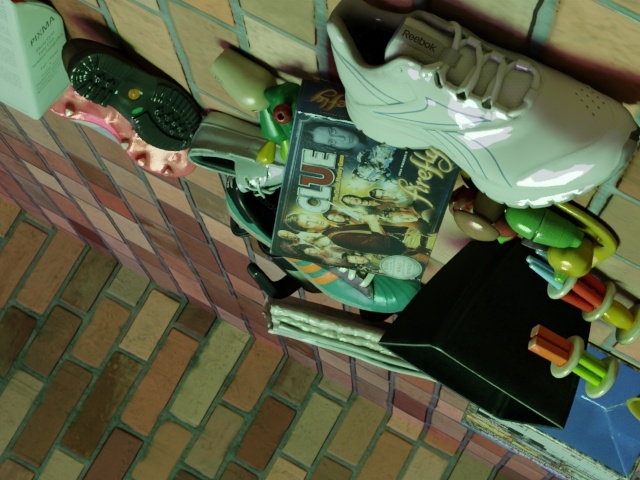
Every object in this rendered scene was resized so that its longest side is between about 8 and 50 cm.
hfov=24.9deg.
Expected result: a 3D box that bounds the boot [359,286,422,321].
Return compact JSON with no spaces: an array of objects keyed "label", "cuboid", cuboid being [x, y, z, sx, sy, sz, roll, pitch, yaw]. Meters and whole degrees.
[{"label":"boot","cuboid":[0.162,0.113,2.164,0.209,0.076,0.189,20,169,13]}]

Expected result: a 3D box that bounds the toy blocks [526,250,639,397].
[{"label":"toy blocks","cuboid":[0.272,0.086,1.595,0.148,0.123,0.054,33,174,-15]}]

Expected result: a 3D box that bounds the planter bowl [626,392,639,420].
[{"label":"planter bowl","cuboid":[0.470,0.198,1.671,0.217,0.090,0.217,28,168,7]}]

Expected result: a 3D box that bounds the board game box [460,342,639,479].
[{"label":"board game box","cuboid":[0.336,0.234,2.032,0.232,0.141,0.291,28,169,8]}]

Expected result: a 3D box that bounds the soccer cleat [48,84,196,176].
[{"label":"soccer cleat","cuboid":[-0.278,-0.171,2.018,0.248,0.083,0.095,27,-161,-11]}]

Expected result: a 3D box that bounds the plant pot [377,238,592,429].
[{"label":"plant pot","cuboid":[0.209,0.098,1.697,0.187,0.167,0.188,32,169,-13]}]

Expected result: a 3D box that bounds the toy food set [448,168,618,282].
[{"label":"toy food set","cuboid":[0.192,-0.017,1.482,0.218,0.071,0.128,30,169,2]}]

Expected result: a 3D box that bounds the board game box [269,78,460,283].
[{"label":"board game box","cuboid":[0.044,-0.052,1.435,0.165,0.042,0.243,11,146,-1]}]

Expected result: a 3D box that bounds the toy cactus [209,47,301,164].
[{"label":"toy cactus","cuboid":[-0.046,-0.129,1.558,0.180,0.112,0.219,40,177,1]}]

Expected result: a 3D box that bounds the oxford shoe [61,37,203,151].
[{"label":"oxford shoe","cuboid":[-0.233,-0.191,1.824,0.227,0.083,0.096,38,-171,-43]}]

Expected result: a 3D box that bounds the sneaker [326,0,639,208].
[{"label":"sneaker","cuboid":[0.115,-0.116,1.167,0.297,0.111,0.129,20,159,37]}]

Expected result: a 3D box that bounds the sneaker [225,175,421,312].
[{"label":"sneaker","cuboid":[0.000,0.000,1.942,0.302,0.108,0.121,31,173,4]}]

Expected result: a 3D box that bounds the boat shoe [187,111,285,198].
[{"label":"boat shoe","cuboid":[-0.074,-0.092,1.794,0.227,0.081,0.079,21,166,38]}]

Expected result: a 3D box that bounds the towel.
[{"label":"towel","cuboid":[0.072,0.151,2.240,0.332,0.053,0.317,17,-178,-2]}]

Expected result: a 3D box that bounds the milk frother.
[{"label":"milk frother","cuboid":[-0.053,-0.001,2.154,0.135,0.129,0.143,46,-157,-53]}]

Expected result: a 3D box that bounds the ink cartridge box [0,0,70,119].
[{"label":"ink cartridge box","cuboid":[-0.470,-0.344,1.782,0.308,0.091,0.385,28,152,12]}]
